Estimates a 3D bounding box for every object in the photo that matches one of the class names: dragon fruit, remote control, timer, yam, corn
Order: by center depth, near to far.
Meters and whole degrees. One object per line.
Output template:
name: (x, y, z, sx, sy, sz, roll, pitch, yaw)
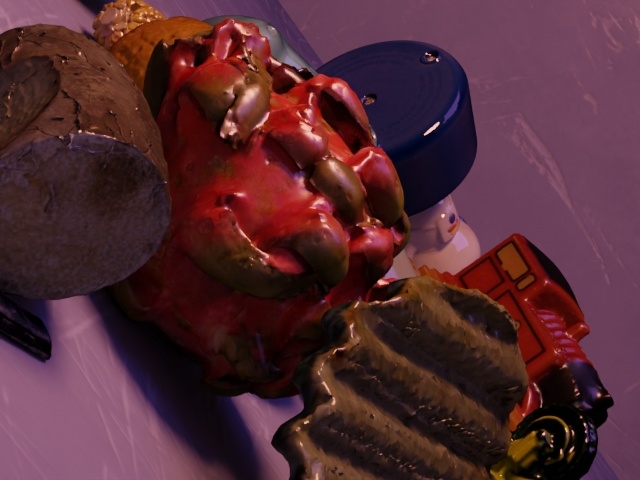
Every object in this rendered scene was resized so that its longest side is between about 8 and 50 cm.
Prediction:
remote control: (-0.206, 0.048, 1.258, 0.096, 0.014, 0.039, 42, 15, -55)
yam: (-0.183, -0.056, 1.347, 0.154, 0.154, 0.254, 50, 7, -24)
dragon fruit: (-0.054, -0.022, 1.537, 0.231, 0.237, 0.302, 7, 71, -66)
corn: (-0.173, -0.194, 2.096, 0.080, 0.080, 0.238, 60, 10, 31)
timer: (0.123, -0.061, 2.720, 0.270, 0.270, 0.383, -114, -179, -51)

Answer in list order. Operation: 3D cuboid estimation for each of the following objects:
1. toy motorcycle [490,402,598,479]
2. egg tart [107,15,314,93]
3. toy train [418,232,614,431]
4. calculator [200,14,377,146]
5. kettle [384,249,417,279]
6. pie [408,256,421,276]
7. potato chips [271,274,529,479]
toy motorcycle: (0.176, 0.310, 1.726, 0.142, 0.206, 0.342, 37, 33, -40)
egg tart: (-0.113, -0.103, 1.730, 0.171, 0.215, 0.215, 46, 3, 34)
toy train: (0.231, 0.148, 2.402, 0.163, 0.232, 0.369, 41, 15, -43)
calculator: (-0.060, -0.171, 2.311, 0.256, 0.054, 0.386, 45, -13, -14)
kettle: (0.021, 0.031, 1.957, 0.236, 0.161, 0.221, 59, 20, 17)
pie: (0.048, 0.031, 2.397, 0.163, 0.079, 0.193, 30, 20, -35)
potato chips: (0.073, 0.201, 1.472, 0.429, 0.070, 0.358, 30, 62, -61)
